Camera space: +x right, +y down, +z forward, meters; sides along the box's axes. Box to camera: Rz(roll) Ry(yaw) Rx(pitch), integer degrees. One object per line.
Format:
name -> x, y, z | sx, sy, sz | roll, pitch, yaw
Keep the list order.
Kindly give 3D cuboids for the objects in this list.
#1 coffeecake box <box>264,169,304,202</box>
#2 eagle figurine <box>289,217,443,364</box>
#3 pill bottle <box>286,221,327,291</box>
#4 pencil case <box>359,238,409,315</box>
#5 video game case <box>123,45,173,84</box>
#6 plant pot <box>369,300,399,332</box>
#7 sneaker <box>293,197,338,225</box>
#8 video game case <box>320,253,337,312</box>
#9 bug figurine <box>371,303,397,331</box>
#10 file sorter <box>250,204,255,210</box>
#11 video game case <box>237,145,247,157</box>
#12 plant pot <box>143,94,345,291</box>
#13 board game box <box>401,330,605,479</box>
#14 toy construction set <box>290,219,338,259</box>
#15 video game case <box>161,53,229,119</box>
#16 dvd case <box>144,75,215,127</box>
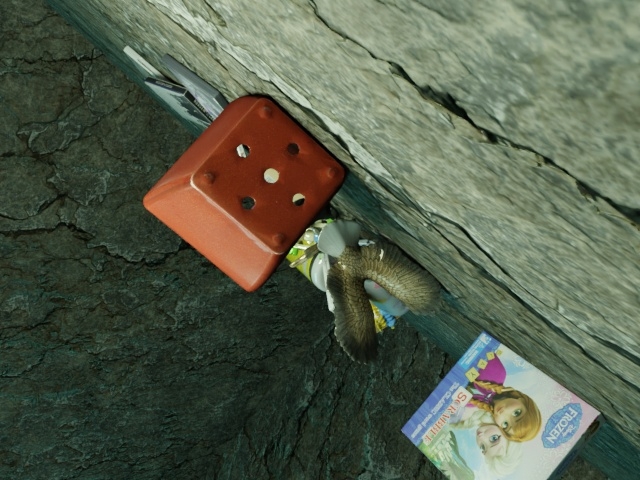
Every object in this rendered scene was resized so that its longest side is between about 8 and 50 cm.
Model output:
coffeecake box -> -0.121, -0.158, 1.656 | 0.142, 0.068, 0.185 | 41, 178, -9
eagle figurine -> 0.104, 0.092, 1.233 | 0.225, 0.226, 0.298 | -14, -120, -41
pill bottle -> -0.026, 0.020, 1.904 | 0.334, 0.188, 0.188 | 39, 177, 45
pencil case -> 0.164, 0.104, 1.488 | 0.113, 0.124, 0.273 | 13, 161, 39
video game case -> -0.532, -0.528, 1.811 | 0.206, 0.026, 0.227 | 41, 176, 0
plant pot -> 0.171, 0.201, 2.043 | 0.254, 0.237, 0.237 | 53, 178, 4
sneaker -> -0.017, -0.072, 1.411 | 0.051, 0.089, 0.170 | 39, 176, 31
video game case -> 0.063, 0.125, 1.422 | 0.212, 0.023, 0.193 | 43, -149, -52
bug figurine -> 0.171, 0.136, 1.706 | 0.216, 0.072, 0.279 | 57, -165, -37
file sorter -> -0.160, -0.084, 2.138 | 0.290, 0.182, 0.202 | 43, 176, -42
video game case -> -0.231, -0.225, 1.708 | 0.201, 0.023, 0.183 | -156, 46, -81
plant pot -> -0.112, -0.090, 0.935 | 0.267, 0.267, 0.236 | 41, 166, -12
board game box -> 0.394, 0.415, 1.229 | 0.318, 0.319, 0.066 | 36, 174, 47
toy construction set -> 0.000, 0.000, 1.605 | 0.215, 0.151, 0.327 | 11, -176, 9
video game case -> -0.248, -0.319, 1.321 | 0.196, 0.026, 0.274 | 39, 178, 25
dvd case -> -0.412, -0.414, 1.667 | 0.238, 0.029, 0.179 | 29, 170, 41
